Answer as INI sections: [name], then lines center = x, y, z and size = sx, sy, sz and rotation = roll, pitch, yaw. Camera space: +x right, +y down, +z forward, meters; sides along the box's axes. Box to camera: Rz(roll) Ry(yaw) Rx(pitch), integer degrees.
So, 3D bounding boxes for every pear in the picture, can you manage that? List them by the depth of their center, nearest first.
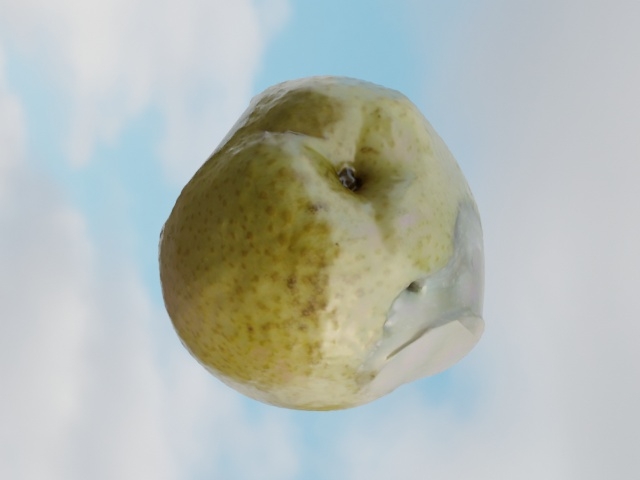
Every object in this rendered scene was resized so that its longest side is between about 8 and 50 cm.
[pear]
center = 0.000, 0.000, 1.491
size = 0.271, 0.271, 0.271
rotation = 178, -90, -69
